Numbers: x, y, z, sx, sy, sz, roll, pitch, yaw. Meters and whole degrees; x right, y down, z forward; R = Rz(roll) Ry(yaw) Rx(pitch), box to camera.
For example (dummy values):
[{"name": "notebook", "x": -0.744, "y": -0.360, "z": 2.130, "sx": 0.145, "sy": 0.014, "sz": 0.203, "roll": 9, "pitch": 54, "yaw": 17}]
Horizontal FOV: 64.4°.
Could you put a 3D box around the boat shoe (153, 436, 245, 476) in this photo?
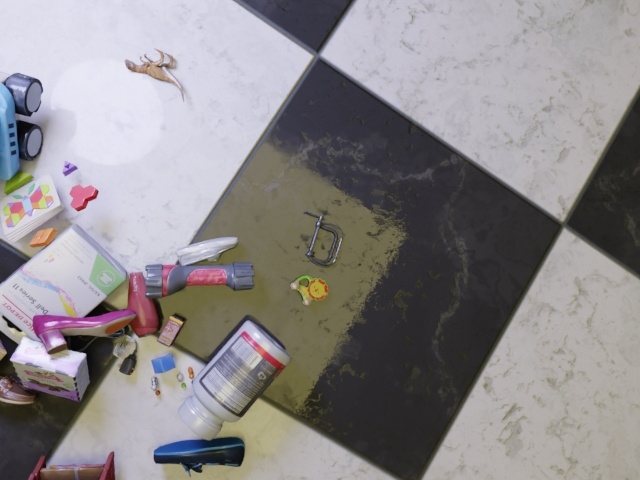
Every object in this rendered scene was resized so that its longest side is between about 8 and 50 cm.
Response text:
[{"name": "boat shoe", "x": -0.348, "y": 0.631, "z": 1.464, "sx": 0.259, "sy": 0.109, "sz": 0.088, "roll": 0, "pitch": 91, "yaw": -7}]

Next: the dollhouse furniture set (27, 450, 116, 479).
[{"name": "dollhouse furniture set", "x": -0.685, "y": 0.792, "z": 1.404, "sx": 0.202, "sy": 0.152, "sz": 0.373, "roll": 3, "pitch": 104, "yaw": -9}]

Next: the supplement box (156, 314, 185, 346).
[{"name": "supplement box", "x": -0.437, "y": 0.265, "z": 1.491, "sx": 0.043, "sy": 0.055, "sz": 0.083, "roll": 29, "pitch": 83, "yaw": -5}]

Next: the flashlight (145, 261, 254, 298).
[{"name": "flashlight", "x": -0.346, "y": 0.114, "z": 1.467, "sx": 0.305, "sy": 0.103, "sz": 0.103, "roll": 1, "pitch": 84, "yaw": -16}]

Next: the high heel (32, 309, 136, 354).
[{"name": "high heel", "x": -0.629, "y": 0.210, "z": 1.364, "sx": 0.244, "sy": 0.082, "sz": 0.117, "roll": -23, "pitch": 65, "yaw": -31}]

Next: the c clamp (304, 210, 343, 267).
[{"name": "c clamp", "x": 0.000, "y": 0.000, "z": 1.590, "sx": 0.137, "sy": 0.022, "sz": 0.160, "roll": 13, "pitch": 84, "yaw": -13}]

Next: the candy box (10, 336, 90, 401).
[{"name": "candy box", "x": -0.722, "y": 0.351, "z": 1.371, "sx": 0.165, "sy": 0.196, "sz": 0.070, "roll": 18, "pitch": 51, "yaw": -7}]

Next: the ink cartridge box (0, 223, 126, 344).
[{"name": "ink cartridge box", "x": -0.740, "y": 0.146, "z": 1.393, "sx": 0.353, "sy": 0.119, "sz": 0.207, "roll": -43, "pitch": 111, "yaw": -8}]

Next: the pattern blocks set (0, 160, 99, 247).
[{"name": "pattern blocks set", "x": -0.795, "y": -0.094, "z": 1.393, "sx": 0.325, "sy": 0.026, "sz": 0.285, "roll": -44, "pitch": 62, "yaw": -11}]

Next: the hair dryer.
[{"name": "hair dryer", "x": -0.578, "y": 0.223, "z": 1.459, "sx": 0.224, "sy": 0.080, "sz": 0.293, "roll": 29, "pitch": 82, "yaw": -5}]

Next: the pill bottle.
[{"name": "pill bottle", "x": -0.250, "y": 0.401, "z": 1.452, "sx": 0.176, "sy": 0.176, "sz": 0.318, "roll": 43, "pitch": 82, "yaw": -5}]

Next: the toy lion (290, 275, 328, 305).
[{"name": "toy lion", "x": -0.028, "y": 0.148, "z": 1.574, "sx": 0.096, "sy": 0.034, "sz": 0.100, "roll": -38, "pitch": 93, "yaw": -15}]

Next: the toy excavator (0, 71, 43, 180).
[{"name": "toy excavator", "x": -0.919, "y": -0.195, "z": 1.288, "sx": 0.223, "sy": 0.445, "sz": 0.432, "roll": 16, "pitch": 127, "yaw": -8}]

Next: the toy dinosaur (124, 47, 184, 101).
[{"name": "toy dinosaur", "x": -0.476, "y": -0.507, "z": 1.527, "sx": 0.212, "sy": 0.064, "sz": 0.112, "roll": 24, "pitch": 102, "yaw": 2}]

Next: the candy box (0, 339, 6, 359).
[{"name": "candy box", "x": -0.951, "y": 0.341, "z": 1.381, "sx": 0.186, "sy": 0.109, "sz": 0.053, "roll": -51, "pitch": 140, "yaw": -7}]

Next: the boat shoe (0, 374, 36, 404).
[{"name": "boat shoe", "x": -0.878, "y": 0.407, "z": 1.412, "sx": 0.178, "sy": 0.064, "sz": 0.060, "roll": 20, "pitch": 87, "yaw": -5}]

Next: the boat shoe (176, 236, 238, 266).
[{"name": "boat shoe", "x": -0.333, "y": 0.035, "z": 1.516, "sx": 0.184, "sy": 0.066, "sz": 0.063, "roll": -15, "pitch": 104, "yaw": -11}]

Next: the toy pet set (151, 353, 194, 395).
[{"name": "toy pet set", "x": -0.438, "y": 0.390, "z": 1.480, "sx": 0.122, "sy": 0.065, "sz": 0.114, "roll": -16, "pitch": 90, "yaw": -10}]
